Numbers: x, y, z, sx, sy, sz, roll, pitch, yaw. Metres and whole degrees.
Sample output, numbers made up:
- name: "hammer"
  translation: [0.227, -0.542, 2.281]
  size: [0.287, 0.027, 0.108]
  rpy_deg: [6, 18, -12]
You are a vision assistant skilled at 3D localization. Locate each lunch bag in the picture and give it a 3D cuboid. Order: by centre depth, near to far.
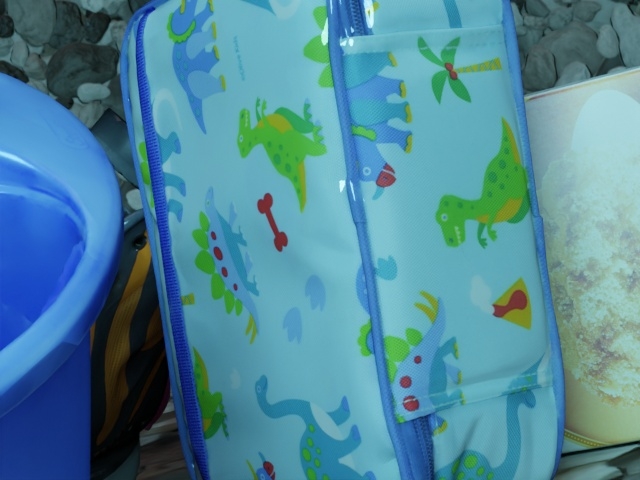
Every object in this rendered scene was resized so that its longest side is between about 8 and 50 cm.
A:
- name: "lunch bag"
  translation: [0.000, 0.000, 0.622]
  size: [0.090, 0.219, 0.176]
  rpy_deg: [-9, 1, -32]

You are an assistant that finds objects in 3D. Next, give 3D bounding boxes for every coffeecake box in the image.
- name: "coffeecake box"
  translation: [0.124, 0.004, 0.668]
  size: [0.185, 0.142, 0.068]
  rpy_deg: [-13, 3, 22]

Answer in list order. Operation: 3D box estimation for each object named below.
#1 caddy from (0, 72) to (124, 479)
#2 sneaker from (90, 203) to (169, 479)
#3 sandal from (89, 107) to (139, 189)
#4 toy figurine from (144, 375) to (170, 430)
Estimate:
- name: "caddy"
  translation: [-0.218, 0.043, 0.450]
  size: [0.341, 0.179, 0.241]
  rpy_deg: [-16, 35, -23]
- name: "sneaker"
  translation: [-0.164, 0.045, 0.682]
  size: [0.124, 0.180, 0.321]
  rpy_deg: [31, 23, 19]
- name: "sandal"
  translation: [0.005, -0.006, 0.809]
  size: [0.254, 0.054, 0.097]
  rpy_deg: [26, 2, -17]
- name: "toy figurine"
  translation: [-0.164, 0.082, 0.963]
  size: [0.159, 0.130, 0.173]
  rpy_deg: [-4, 31, 36]
